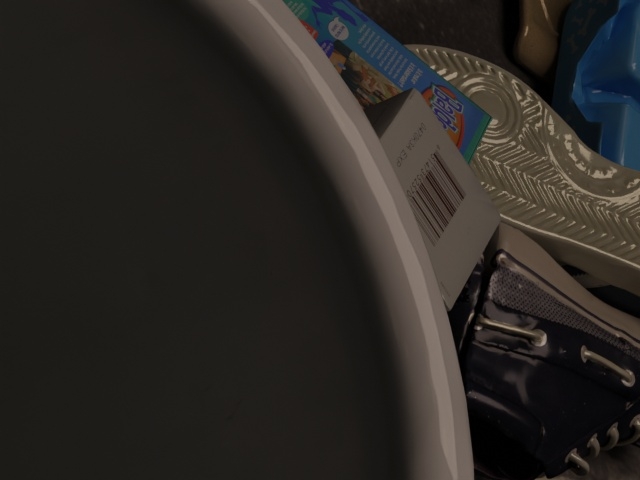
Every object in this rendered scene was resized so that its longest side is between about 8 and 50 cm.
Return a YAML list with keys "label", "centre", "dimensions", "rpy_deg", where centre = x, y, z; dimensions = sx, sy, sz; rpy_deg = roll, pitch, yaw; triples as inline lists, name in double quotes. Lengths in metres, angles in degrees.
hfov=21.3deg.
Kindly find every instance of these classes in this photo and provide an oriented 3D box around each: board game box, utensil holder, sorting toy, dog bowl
- label: "board game box"
  centre: [0.010, -0.105, 1.148]
  dimensions: [0.210, 0.047, 0.160]
  rpy_deg: [39, 30, -3]
- label: "utensil holder"
  centre: [-0.196, 0.087, 0.587]
  dimensions: [0.327, 0.385, 0.328]
  rpy_deg: [28, 51, -41]
- label: "sorting toy"
  centre: [0.211, -0.242, 1.565]
  dimensions: [0.307, 0.041, 0.229]
  rpy_deg: [30, 55, -40]
- label: "dog bowl"
  centre: [0.271, -0.107, 1.503]
  dimensions: [0.166, 0.074, 0.297]
  rpy_deg: [33, 58, -39]

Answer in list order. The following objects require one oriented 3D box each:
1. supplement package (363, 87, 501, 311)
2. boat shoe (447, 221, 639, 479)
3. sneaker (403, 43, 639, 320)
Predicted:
- label: "supplement package"
  centre: [0.000, 0.000, 1.050]
  dimensions: [0.105, 0.179, 0.105]
  rpy_deg: [55, 38, -17]
- label: "boat shoe"
  centre: [0.188, 0.129, 1.290]
  dimensions: [0.340, 0.127, 0.158]
  rpy_deg: [31, 56, -29]
- label: "sneaker"
  centre: [0.158, -0.021, 1.328]
  dimensions: [0.350, 0.148, 0.131]
  rpy_deg: [30, 60, -9]
